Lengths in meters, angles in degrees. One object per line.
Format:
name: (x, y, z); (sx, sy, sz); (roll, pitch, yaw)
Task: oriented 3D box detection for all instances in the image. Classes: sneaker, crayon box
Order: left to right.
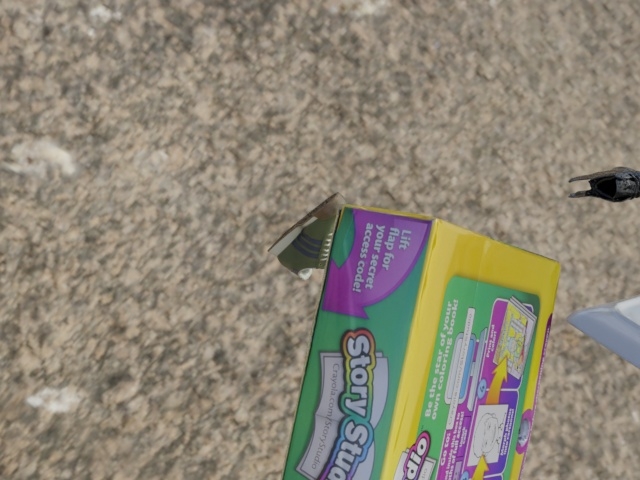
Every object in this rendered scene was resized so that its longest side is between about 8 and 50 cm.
sneaker: (0.000, 0.000, 1.479); (0.086, 0.192, 0.064); (47, 48, -5)
crayon box: (0.097, 0.171, 0.908); (0.313, 0.106, 0.362); (14, 87, -56)
sneaker: (0.469, -0.080, 1.453); (0.089, 0.170, 0.051); (-22, 114, -45)

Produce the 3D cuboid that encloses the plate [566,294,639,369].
plate: (0.550, 0.149, 1.430); (0.277, 0.045, 0.278); (-8, 32, -42)
